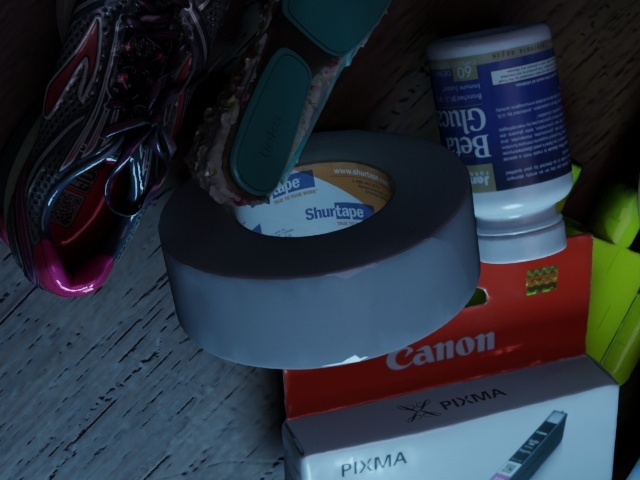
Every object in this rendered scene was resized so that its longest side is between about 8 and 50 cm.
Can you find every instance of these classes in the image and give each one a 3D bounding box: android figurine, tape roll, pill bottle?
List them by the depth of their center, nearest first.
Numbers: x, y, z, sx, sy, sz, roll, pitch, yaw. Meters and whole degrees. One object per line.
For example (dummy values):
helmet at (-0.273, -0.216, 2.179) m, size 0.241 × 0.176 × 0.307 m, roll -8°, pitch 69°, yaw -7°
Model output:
tape roll at (0.000, 0.000, 0.981) m, size 0.219 × 0.219 × 0.072 m, roll -18°, pitch 120°, yaw -14°
pill bottle at (0.138, -0.073, 1.054) m, size 0.094 × 0.094 × 0.169 m, roll -14°, pitch 100°, yaw -17°
android figurine at (0.175, 0.061, 1.184) m, size 0.248 × 0.056 × 0.273 m, roll 20°, pitch 103°, yaw -30°

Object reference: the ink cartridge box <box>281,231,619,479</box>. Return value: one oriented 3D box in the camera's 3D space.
ink cartridge box at (0.106, 0.133, 1.121) m, size 0.275 × 0.060 × 0.239 m, roll -11°, pitch 119°, yaw -15°

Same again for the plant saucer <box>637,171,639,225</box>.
plant saucer at (0.349, -0.055, 1.184) m, size 0.200 × 0.037 × 0.200 m, roll -12°, pitch 111°, yaw -32°

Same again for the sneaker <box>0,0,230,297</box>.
sneaker at (-0.125, -0.101, 0.943) m, size 0.120 × 0.112 × 0.299 m, roll 14°, pitch 107°, yaw -28°

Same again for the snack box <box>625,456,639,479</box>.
snack box at (0.371, 0.103, 1.220) m, size 0.322 × 0.060 × 0.187 m, roll -59°, pitch 164°, yaw 11°

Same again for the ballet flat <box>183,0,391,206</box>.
ballet flat at (-0.026, -0.131, 0.983) m, size 0.091 × 0.077 × 0.241 m, roll 42°, pitch 69°, yaw -31°
